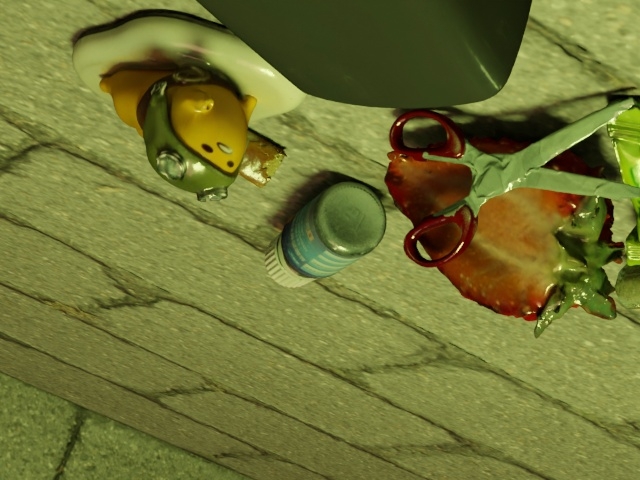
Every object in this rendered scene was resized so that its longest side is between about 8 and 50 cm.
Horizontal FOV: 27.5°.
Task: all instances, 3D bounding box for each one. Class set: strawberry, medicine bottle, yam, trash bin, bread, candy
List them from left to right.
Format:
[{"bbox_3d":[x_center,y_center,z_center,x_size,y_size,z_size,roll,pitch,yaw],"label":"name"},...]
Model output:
[{"bbox_3d":[-0.081,-0.091,1.340,0.083,0.047,0.036,30,-174,-25],"label":"bread"},{"bbox_3d":[0.000,0.000,1.448,0.083,0.083,0.203,22,159,-13],"label":"medicine bottle"},{"bbox_3d":[0.007,-0.205,0.807,0.209,0.182,0.290,4,161,30],"label":"trash bin"},{"bbox_3d":[0.169,-0.012,1.208,0.228,0.174,0.098,11,-165,36],"label":"strawberry"},{"bbox_3d":[0.364,0.040,1.310,0.132,0.054,0.054,-7,148,46],"label":"yam"},{"bbox_3d":[0.328,-0.030,1.137,0.149,0.069,0.246,10,157,24],"label":"candy"}]

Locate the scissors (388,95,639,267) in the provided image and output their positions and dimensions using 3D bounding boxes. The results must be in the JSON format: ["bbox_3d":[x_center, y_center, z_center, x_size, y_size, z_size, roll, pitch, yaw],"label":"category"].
[{"bbox_3d":[0.167,-0.059,1.129,0.247,0.144,0.017,-10,177,40],"label":"scissors"}]

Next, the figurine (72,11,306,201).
[{"bbox_3d":[-0.142,-0.106,1.214,0.250,0.141,0.166,1,155,36],"label":"figurine"}]
